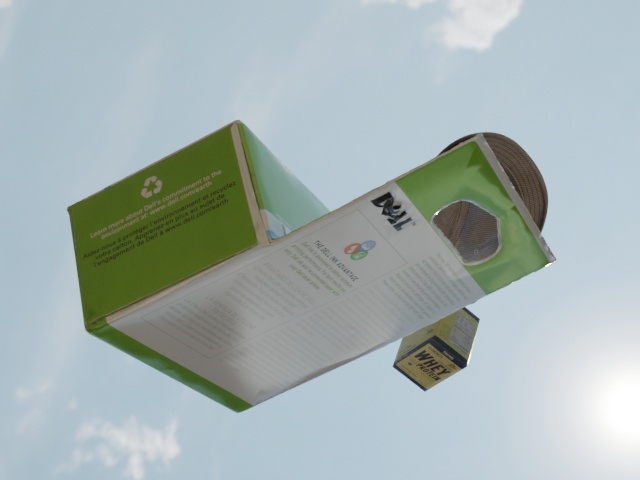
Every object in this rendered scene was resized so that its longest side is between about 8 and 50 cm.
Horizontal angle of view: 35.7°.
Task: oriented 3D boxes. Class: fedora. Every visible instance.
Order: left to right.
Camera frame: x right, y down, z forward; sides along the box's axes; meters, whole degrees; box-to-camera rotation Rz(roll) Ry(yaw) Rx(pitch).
[{"bbox_3d":[0.206,-0.035,1.544,0.275,0.124,0.244,-49,-121,38],"label":"fedora"}]

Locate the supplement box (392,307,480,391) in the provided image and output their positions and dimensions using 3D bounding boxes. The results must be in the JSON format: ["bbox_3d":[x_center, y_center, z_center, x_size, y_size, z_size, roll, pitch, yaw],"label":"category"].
[{"bbox_3d":[0.145,0.128,1.239,0.083,0.056,0.083,-41,-164,42],"label":"supplement box"}]

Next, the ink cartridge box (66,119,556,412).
[{"bbox_3d":[0.000,0.000,0.642,0.255,0.189,0.097,-26,-123,14],"label":"ink cartridge box"}]
